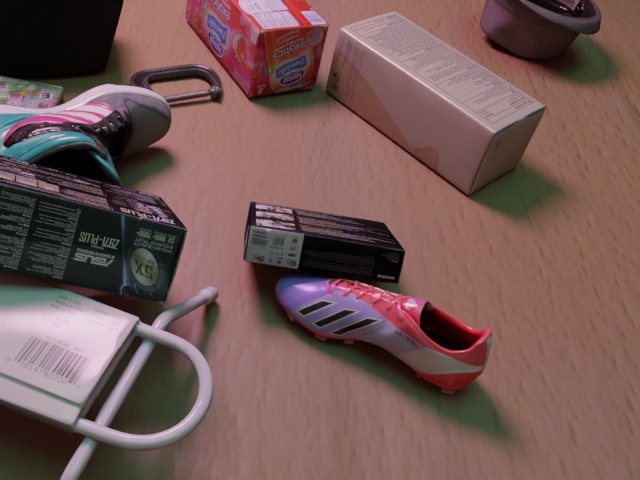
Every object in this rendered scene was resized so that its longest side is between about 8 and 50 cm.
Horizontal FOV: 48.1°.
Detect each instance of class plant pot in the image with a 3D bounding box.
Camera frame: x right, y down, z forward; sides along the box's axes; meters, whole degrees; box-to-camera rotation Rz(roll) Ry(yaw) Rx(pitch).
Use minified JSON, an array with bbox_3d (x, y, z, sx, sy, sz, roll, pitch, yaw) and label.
[{"bbox_3d":[-0.391,-0.351,1.058,0.167,0.187,0.188,7,42,-29],"label":"plant pot"}]

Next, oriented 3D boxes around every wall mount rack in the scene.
[{"bbox_3d":[-0.252,0.085,0.682,0.350,0.130,0.304,21,47,5],"label":"wall mount rack"}]

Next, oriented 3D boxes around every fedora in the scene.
[{"bbox_3d":[0.414,-0.446,1.424,0.275,0.124,0.243,-1,47,-29],"label":"fedora"}]

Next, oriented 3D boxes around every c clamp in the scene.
[{"bbox_3d":[-0.216,-0.226,1.087,0.161,0.022,0.137,-21,49,-31],"label":"c clamp"}]

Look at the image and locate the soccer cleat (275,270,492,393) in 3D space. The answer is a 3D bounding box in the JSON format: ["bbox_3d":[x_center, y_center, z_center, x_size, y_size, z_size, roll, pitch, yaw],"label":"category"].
[{"bbox_3d":[0.068,0.082,0.794,0.248,0.095,0.083,26,44,10],"label":"soccer cleat"}]

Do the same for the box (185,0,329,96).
[{"bbox_3d":[-0.112,-0.360,1.178,0.128,0.122,0.257,-15,51,-30],"label":"box"}]

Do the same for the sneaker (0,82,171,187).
[{"bbox_3d":[-0.266,-0.100,0.843,0.295,0.124,0.178,-22,49,-41],"label":"sneaker"}]

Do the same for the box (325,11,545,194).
[{"bbox_3d":[0.172,-0.223,1.122,0.148,0.121,0.311,-27,58,-36],"label":"box"}]

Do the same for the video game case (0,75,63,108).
[{"bbox_3d":[-0.471,-0.163,0.940,0.212,0.023,0.193,10,43,-7],"label":"video game case"}]

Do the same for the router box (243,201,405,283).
[{"bbox_3d":[0.000,0.000,0.855,0.179,0.046,0.133,9,14,-7],"label":"router box"}]

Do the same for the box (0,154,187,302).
[{"bbox_3d":[-0.237,-0.014,0.694,0.180,0.077,0.147,15,9,-26],"label":"box"}]
